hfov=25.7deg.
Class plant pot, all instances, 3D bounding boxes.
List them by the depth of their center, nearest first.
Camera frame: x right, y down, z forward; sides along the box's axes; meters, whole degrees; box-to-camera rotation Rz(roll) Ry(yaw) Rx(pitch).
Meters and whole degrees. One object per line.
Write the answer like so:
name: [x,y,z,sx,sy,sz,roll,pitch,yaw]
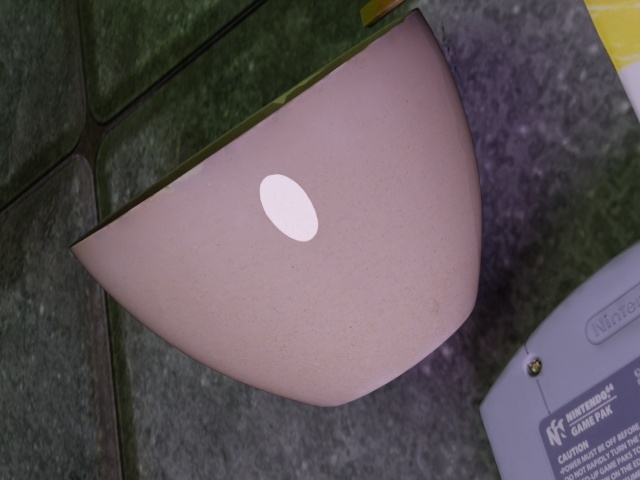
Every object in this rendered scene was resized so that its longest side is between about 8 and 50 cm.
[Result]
plant pot: [0.000,0.000,0.957,0.284,0.284,0.191,-27,100,50]

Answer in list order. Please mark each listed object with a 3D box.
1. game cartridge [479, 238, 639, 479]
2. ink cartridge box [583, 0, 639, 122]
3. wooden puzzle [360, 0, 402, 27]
game cartridge: [0.214,0.095,0.795,0.297,0.062,0.198,-43,49,44]
ink cartridge box: [0.224,-0.159,0.526,0.160,0.279,0.384,-33,78,52]
wooden puzzle: [0.048,-0.231,1.091,0.079,0.014,0.116,-18,72,52]
